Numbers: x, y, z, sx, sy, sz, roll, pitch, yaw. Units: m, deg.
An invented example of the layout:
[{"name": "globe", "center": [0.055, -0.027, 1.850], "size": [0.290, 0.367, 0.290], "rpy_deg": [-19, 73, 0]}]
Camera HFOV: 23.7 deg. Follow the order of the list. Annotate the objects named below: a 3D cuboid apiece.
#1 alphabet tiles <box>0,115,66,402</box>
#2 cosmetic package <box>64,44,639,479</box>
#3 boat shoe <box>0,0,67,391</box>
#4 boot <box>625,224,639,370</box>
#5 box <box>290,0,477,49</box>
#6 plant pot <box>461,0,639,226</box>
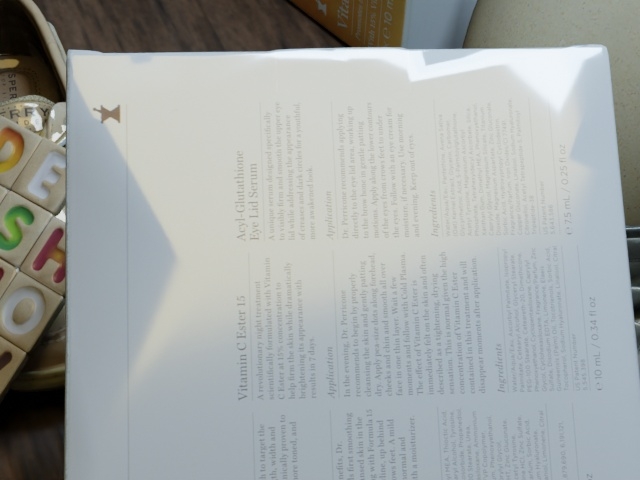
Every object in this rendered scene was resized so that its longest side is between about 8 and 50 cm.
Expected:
[{"name": "alphabet tiles", "center": [-0.254, 0.003, 0.960], "size": [0.237, 0.009, 0.198], "rpy_deg": [27, 81, 29]}, {"name": "cosmetic package", "center": [0.014, 0.090, 0.776], "size": [0.284, 0.097, 0.377], "rpy_deg": [0, 74, -6]}, {"name": "boat shoe", "center": [-0.208, -0.044, 1.027], "size": [0.121, 0.110, 0.341], "rpy_deg": [-10, 44, -13]}, {"name": "boot", "center": [0.149, 0.063, 0.884], "size": [0.246, 0.161, 0.083], "rpy_deg": [5, 7, -5]}, {"name": "box", "center": [0.025, -0.326, 1.271], "size": [0.168, 0.215, 0.345], "rpy_deg": [-27, 49, -28]}, {"name": "plant pot", "center": [0.194, -0.063, 0.983], "size": [0.284, 0.284, 0.191], "rpy_deg": [30, 72, 27]}]
